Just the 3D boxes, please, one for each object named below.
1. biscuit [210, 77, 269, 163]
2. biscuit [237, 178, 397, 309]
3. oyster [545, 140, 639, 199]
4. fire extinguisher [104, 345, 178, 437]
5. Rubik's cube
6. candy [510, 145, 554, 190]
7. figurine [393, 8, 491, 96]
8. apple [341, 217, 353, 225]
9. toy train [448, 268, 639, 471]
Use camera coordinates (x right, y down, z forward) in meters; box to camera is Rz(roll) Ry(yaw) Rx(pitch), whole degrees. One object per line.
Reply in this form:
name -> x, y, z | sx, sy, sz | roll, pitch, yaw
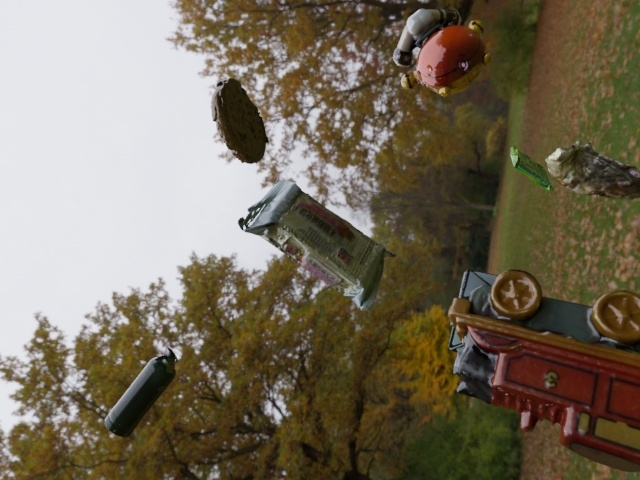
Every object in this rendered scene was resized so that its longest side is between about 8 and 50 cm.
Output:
biscuit -> -0.276, -0.395, 1.554 | 0.296, 0.075, 0.296 | -14, -90, -70
biscuit -> -0.002, 0.003, 0.947 | 0.079, 0.309, 0.186 | -51, 4, 45
oyster -> 0.749, -0.167, 1.238 | 0.275, 0.271, 0.100 | 38, -117, -61
fire extinguisher -> -0.546, 0.463, 1.445 | 0.311, 0.095, 0.114 | -51, -31, -2
Rubik's cube -> 0.635, 0.285, 1.736 | 0.248, 0.250, 0.246 | -46, -36, -56
candy -> 0.698, -0.235, 1.525 | 0.032, 0.178, 0.102 | -45, 24, 43
figurine -> 0.404, -0.613, 1.509 | 0.320, 0.323, 0.196 | -38, -28, 12
apple -> 0.022, 0.003, 1.405 | 0.182, 0.155, 0.182 | -31, -27, -18
toy train -> 0.373, 0.191, 0.698 | 0.232, 0.369, 0.163 | -67, -31, -21
